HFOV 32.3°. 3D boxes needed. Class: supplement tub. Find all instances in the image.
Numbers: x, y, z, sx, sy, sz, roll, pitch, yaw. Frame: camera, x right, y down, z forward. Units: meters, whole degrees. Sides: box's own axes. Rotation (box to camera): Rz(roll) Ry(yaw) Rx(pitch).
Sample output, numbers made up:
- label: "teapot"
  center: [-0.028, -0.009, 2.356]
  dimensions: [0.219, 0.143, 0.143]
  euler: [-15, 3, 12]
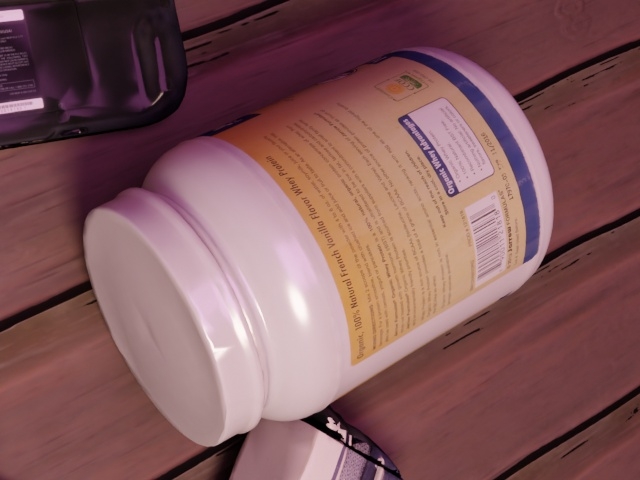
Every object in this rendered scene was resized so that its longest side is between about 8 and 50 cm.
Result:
- label: "supplement tub"
  center: [0.000, 0.000, 0.865]
  dimensions: [0.316, 0.228, 0.228]
  euler: [-27, 98, -28]

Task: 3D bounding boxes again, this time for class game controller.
- label: "game controller"
  center: [-0.254, -0.152, 0.846]
  dimensions: [0.319, 0.067, 0.166]
  euler: [-13, 100, -28]

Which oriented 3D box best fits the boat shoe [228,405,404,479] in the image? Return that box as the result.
- label: "boat shoe"
  center: [-0.032, 0.304, 0.878]
  dimensions: [0.158, 0.127, 0.340]
  euler: [37, 75, -33]
